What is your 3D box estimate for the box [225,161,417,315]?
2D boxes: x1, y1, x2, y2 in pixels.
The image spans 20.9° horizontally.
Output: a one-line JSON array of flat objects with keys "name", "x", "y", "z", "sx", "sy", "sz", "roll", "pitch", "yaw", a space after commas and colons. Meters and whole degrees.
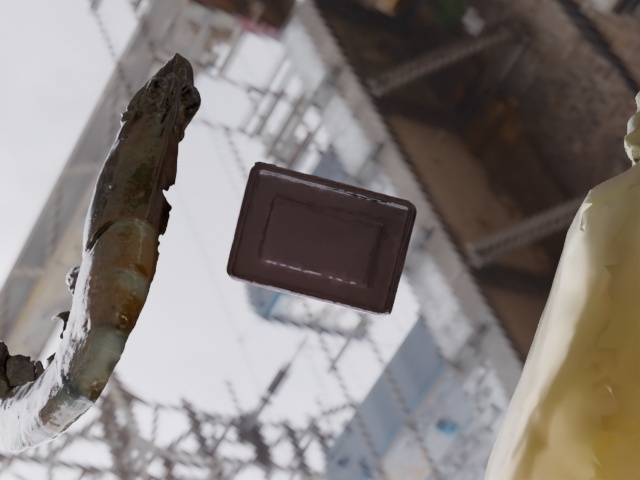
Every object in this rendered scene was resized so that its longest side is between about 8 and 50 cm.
[{"name": "box", "x": 0.000, "y": 0.000, "z": 0.869, "sx": 0.085, "sy": 0.060, "sz": 0.063, "roll": 13, "pitch": 178, "yaw": -1}]

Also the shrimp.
[{"name": "shrimp", "x": -0.109, "y": 0.011, "z": 0.805, "sx": 0.035, "sy": 0.148, "sz": 0.195, "roll": 25, "pitch": -125, "yaw": -18}]

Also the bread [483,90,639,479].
[{"name": "bread", "x": 0.227, "y": 0.002, "z": 0.534, "sx": 0.245, "sy": 0.329, "sz": 0.424, "roll": 17, "pitch": -140, "yaw": 38}]
